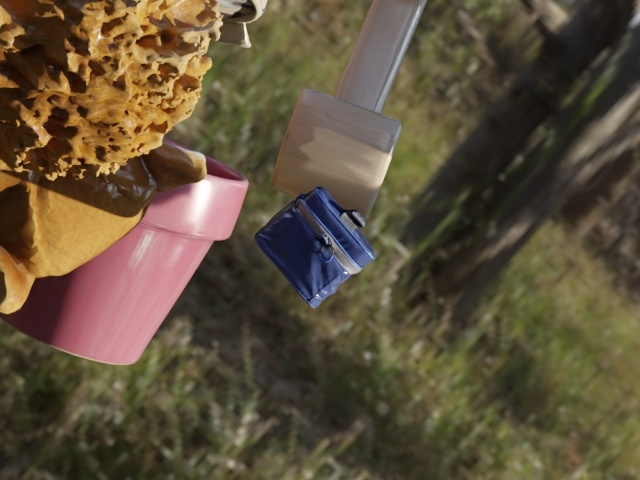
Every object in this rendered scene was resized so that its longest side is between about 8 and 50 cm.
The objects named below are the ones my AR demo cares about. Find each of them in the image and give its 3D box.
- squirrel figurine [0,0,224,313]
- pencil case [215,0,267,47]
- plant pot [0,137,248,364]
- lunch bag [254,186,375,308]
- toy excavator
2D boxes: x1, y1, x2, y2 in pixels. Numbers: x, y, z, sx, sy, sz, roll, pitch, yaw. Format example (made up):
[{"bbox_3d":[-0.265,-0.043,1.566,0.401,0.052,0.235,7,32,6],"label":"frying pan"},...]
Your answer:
[{"bbox_3d":[-0.230,-0.128,1.085,0.397,0.281,0.370,18,-41,62],"label":"squirrel figurine"},{"bbox_3d":[-0.064,-0.413,1.726,0.160,0.410,0.183,13,-28,22],"label":"pencil case"},{"bbox_3d":[-0.183,-0.003,1.376,0.201,0.180,0.201,22,7,-3],"label":"plant pot"},{"bbox_3d":[0.000,0.000,1.118,0.067,0.065,0.098,50,3,-3],"label":"lunch bag"},{"bbox_3d":[0.103,-0.284,1.203,0.222,0.433,0.445,20,-36,1],"label":"toy excavator"}]
